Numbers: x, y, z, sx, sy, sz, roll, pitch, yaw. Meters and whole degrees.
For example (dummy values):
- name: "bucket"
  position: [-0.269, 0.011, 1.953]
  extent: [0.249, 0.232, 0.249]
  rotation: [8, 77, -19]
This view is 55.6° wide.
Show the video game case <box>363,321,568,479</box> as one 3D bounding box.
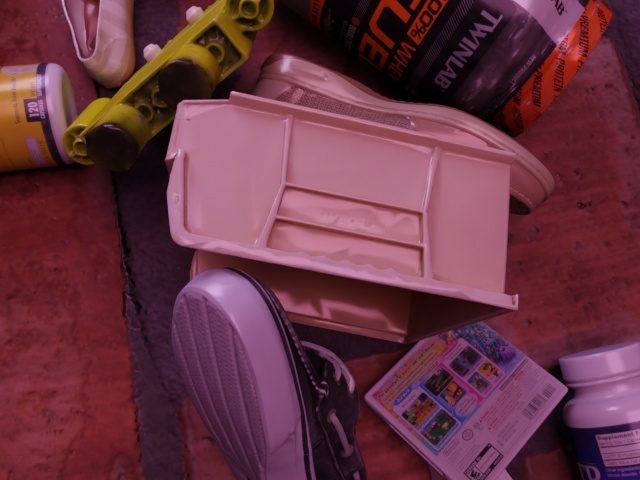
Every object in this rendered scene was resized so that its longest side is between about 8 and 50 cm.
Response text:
- name: "video game case"
  position: [0.148, 0.158, 0.620]
  extent: [0.157, 0.019, 0.143]
  rotation: [-39, 63, -24]

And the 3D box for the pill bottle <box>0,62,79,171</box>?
- name: "pill bottle"
  position: [-0.344, -0.118, 0.606]
  extent: [0.184, 0.103, 0.103]
  rotation: [-8, 78, -11]

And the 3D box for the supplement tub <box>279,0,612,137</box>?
- name: "supplement tub"
  position: [0.121, -0.273, 0.659]
  extent: [0.338, 0.207, 0.207]
  rotation: [35, 74, 1]

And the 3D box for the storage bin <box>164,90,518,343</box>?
- name: "storage bin"
  position: [0.000, 0.000, 0.547]
  extent: [0.260, 0.262, 0.123]
  rotation: [11, 74, -6]

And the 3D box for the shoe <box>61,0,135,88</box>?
- name: "shoe"
  position: [-0.247, -0.280, 0.670]
  extent: [0.076, 0.058, 0.219]
  rotation: [-13, 80, 21]

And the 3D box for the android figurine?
- name: "android figurine"
  position: [-0.139, -0.167, 0.585]
  extent: [0.248, 0.273, 0.056]
  rotation: [-33, 118, 20]

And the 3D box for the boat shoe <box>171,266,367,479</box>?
- name: "boat shoe"
  position: [-0.030, 0.139, 0.519]
  extent: [0.119, 0.335, 0.121]
  rotation: [-36, 47, -29]

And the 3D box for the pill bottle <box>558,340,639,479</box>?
- name: "pill bottle"
  position: [0.315, 0.205, 0.623]
  extent: [0.112, 0.112, 0.187]
  rotation: [-11, 78, -11]

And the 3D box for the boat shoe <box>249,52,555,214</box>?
- name: "boat shoe"
  position: [0.077, -0.088, 0.661]
  extent: [0.341, 0.122, 0.110]
  rotation: [22, 79, 8]

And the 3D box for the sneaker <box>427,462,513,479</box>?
- name: "sneaker"
  position: [0.177, 0.292, 0.602]
  extent: [0.094, 0.080, 0.212]
  rotation: [-7, 76, -15]
